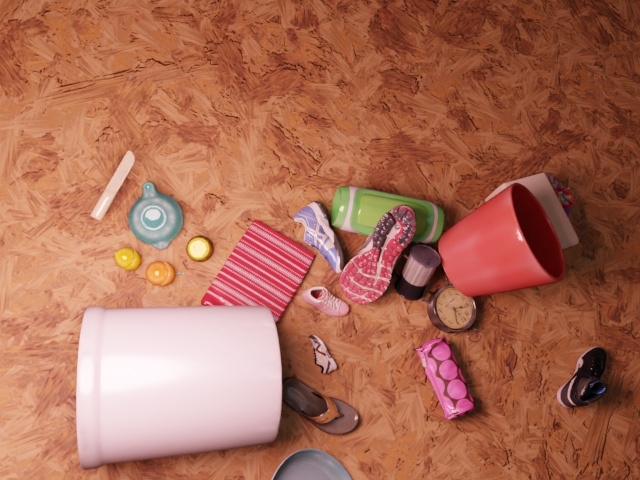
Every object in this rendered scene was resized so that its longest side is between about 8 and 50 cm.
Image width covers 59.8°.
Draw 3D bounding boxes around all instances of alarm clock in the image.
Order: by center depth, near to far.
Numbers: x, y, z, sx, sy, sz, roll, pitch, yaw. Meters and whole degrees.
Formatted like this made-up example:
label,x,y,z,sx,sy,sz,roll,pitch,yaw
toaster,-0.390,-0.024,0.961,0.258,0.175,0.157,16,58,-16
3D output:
label,x,y,z,sx,sy,sz,roll,pitch,yaw
alarm clock,0.372,0.205,1.534,0.129,0.064,0.192,-39,84,-21

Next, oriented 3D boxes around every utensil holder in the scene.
label,x,y,z,sx,sy,sz,roll,pitch,yaw
utensil holder,-0.300,0.302,1.203,0.385,0.327,0.328,1,74,-17

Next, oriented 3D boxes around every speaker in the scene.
label,x,y,z,sx,sy,sz,roll,pitch,yaw
speaker,0.184,-0.068,1.536,0.296,0.131,0.131,10,72,-11

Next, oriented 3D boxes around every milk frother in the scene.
label,x,y,z,sx,sy,sz,roll,pitch,yaw
milk frother,0.226,0.071,1.499,0.143,0.135,0.129,4,41,-17

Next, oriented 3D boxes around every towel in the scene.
label,x,y,z,sx,sy,sz,roll,pitch,yaw
towel,-0.160,0.102,1.451,0.198,0.031,0.275,31,67,-1

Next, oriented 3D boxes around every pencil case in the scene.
label,x,y,z,sx,sy,sz,roll,pitch,yaw
pencil case,0.325,0.364,1.462,0.098,0.095,0.209,-9,71,-53

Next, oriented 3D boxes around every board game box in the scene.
label,x,y,z,sx,sy,sz,roll,pitch,yaw
board game box,0.744,-0.136,1.709,0.133,0.033,0.169,49,47,-11

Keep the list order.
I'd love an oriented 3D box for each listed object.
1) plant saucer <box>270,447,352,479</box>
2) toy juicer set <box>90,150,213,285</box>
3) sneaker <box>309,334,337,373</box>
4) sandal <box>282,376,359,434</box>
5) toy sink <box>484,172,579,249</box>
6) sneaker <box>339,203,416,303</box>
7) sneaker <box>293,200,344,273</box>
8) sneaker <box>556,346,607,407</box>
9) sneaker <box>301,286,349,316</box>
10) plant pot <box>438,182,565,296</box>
label,x,y,z,sx,sy,sz,roll,pitch,yaw
plant saucer,-0.016,0.635,1.246,0.317,0.043,0.318,30,44,-34
toy juicer set,-0.444,-0.032,1.396,0.209,0.089,0.329,-41,95,-8
sneaker,-0.002,0.293,1.427,0.043,0.040,0.109,-30,82,-18
sandal,-0.004,0.410,1.380,0.219,0.060,0.090,34,69,-2
toy sink,0.617,-0.057,1.639,0.152,0.131,0.234,-16,73,-18
sneaker,0.160,0.041,1.451,0.120,0.112,0.299,36,110,5
sneaker,0.000,0.000,1.503,0.081,0.080,0.211,-24,73,-10
sneaker,0.764,0.381,1.548,0.079,0.121,0.217,45,69,1
sneaker,0.019,0.160,1.456,0.134,0.070,0.051,23,68,-8
plant pot,0.468,0.020,1.472,0.275,0.243,0.275,28,47,-36
